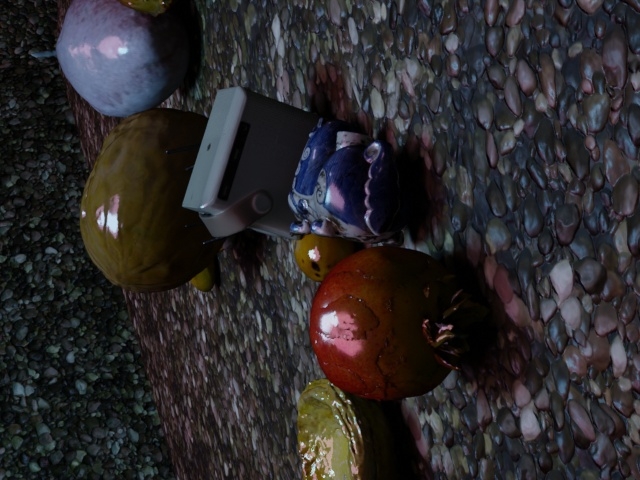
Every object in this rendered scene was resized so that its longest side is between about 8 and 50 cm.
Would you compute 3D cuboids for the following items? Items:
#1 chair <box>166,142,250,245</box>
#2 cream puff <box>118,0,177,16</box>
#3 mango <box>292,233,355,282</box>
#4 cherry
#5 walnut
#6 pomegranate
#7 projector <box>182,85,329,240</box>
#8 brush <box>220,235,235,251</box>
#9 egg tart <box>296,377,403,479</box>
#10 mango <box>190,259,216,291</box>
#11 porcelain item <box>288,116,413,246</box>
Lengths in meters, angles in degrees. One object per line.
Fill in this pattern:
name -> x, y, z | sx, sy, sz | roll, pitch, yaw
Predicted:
chair -> -0.132, -0.112, 1.883 | 0.172, 0.247, 0.158 | 62, -167, -76
cream puff -> -0.360, -0.643, 2.137 | 0.350, 0.229, 0.350 | 33, 140, 32
mango -> 0.000, 0.004, 1.693 | 0.178, 0.090, 0.115 | -133, 50, -61
cherry -> -0.448, -0.433, 2.396 | 0.335, 0.291, 0.326 | 43, 123, 37
walnut -> -0.329, -0.078, 2.156 | 0.354, 0.308, 0.397 | 85, -157, -65
pomegranate -> 0.097, 0.107, 1.337 | 0.235, 0.210, 0.210 | -1, 100, 42
projector -> -0.105, -0.111, 1.678 | 0.163, 0.177, 0.242 | 7, 79, 69
brush -> -0.185, -0.035, 2.269 | 0.336, 0.020, 0.085 | 153, 107, -68
egg tart -> 0.050, 0.350, 1.685 | 0.294, 0.123, 0.294 | 174, 90, -70
mango -> -0.303, 0.042, 2.525 | 0.115, 0.089, 0.165 | 111, 141, -57
porcelain item -> 0.043, -0.087, 1.502 | 0.288, 0.138, 0.186 | -172, 90, -74
